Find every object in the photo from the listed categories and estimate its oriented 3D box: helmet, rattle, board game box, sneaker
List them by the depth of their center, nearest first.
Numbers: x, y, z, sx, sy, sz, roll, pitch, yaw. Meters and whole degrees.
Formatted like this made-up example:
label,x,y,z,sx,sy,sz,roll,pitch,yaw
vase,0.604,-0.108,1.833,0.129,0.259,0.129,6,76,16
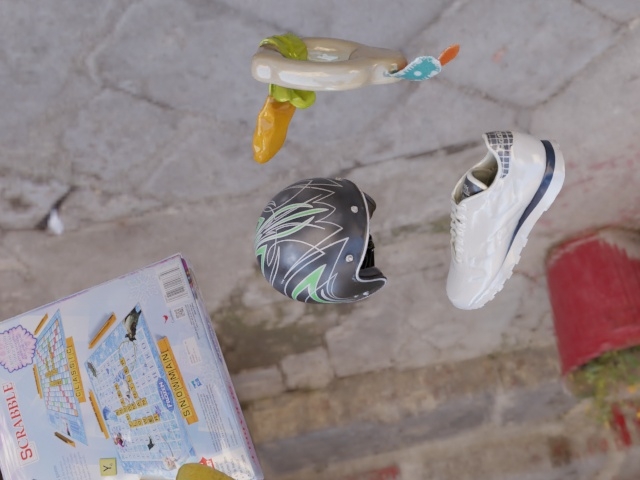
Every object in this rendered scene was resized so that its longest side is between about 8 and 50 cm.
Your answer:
label,x,y,z,sx,sy,sz,roll,pitch,yaw
rattle,0.031,-0.134,1.065,0.200,0.142,0.130,7,-172,4
sneaker,0.182,-0.023,1.198,0.095,0.090,0.235,8,123,-20
helmet,0.000,0.000,1.318,0.169,0.169,0.161,-24,152,21
board game box,-0.275,0.219,1.405,0.318,0.318,0.066,-20,165,2

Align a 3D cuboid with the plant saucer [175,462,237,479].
label,x,y,z,sx,sy,sz,roll,pitch,yaw
plant saucer,-0.030,0.400,0.892,0.081,0.333,0.332,-36,146,-62
